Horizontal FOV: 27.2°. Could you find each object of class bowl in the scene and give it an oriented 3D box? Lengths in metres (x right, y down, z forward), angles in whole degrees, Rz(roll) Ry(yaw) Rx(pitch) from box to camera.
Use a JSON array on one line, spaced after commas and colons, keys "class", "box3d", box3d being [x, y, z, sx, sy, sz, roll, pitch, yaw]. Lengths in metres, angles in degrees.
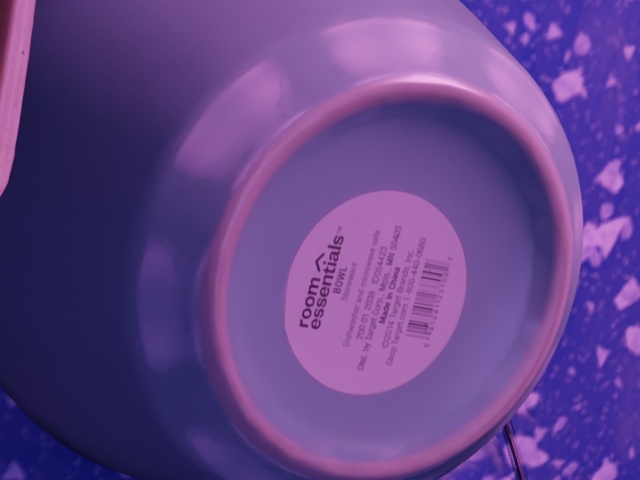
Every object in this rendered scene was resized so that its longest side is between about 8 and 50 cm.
[{"class": "bowl", "box3d": [0.000, 0.000, 0.620, 0.312, 0.163, 0.311, -7, 106, -26]}]

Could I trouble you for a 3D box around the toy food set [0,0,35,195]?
[{"class": "toy food set", "box3d": [-0.228, -0.143, 0.423, 0.306, 0.219, 0.092, 30, 122, -29]}]
